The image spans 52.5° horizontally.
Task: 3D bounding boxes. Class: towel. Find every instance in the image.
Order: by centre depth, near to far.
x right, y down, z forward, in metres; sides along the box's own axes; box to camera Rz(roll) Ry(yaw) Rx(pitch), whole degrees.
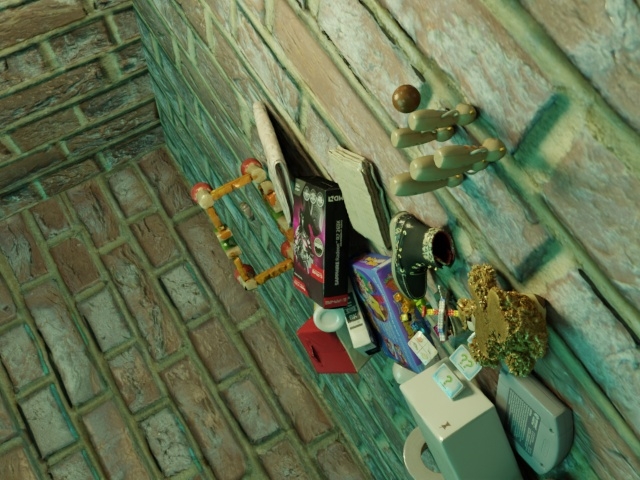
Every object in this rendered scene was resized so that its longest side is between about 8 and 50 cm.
[{"bbox_3d":[0.113,-0.118,1.762,0.187,0.049,0.282,39,153,55],"label":"towel"},{"bbox_3d":[-0.148,-0.247,2.145,0.317,0.053,0.332,78,173,-47],"label":"towel"}]

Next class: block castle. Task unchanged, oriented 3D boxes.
[{"bbox_3d":[-0.267,-0.062,2.487,0.453,0.303,0.213,65,172,-21],"label":"block castle"}]

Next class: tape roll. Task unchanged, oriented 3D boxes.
[{"bbox_3d":[0.363,0.672,1.995,0.219,0.219,0.072,50,160,34],"label":"tape roll"}]

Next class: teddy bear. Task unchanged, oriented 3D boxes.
[{"bbox_3d":[0.383,0.173,1.366,0.338,0.113,0.245,88,165,-59],"label":"teddy bear"}]

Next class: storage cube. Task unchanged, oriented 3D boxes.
[{"bbox_3d":[0.072,0.333,2.249,0.193,0.215,0.184,-12,110,46],"label":"storage cube"}]

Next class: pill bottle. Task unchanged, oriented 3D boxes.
[{"bbox_3d":[0.030,0.218,2.142,0.184,0.103,0.103,-86,-25,-69],"label":"pill bottle"}]

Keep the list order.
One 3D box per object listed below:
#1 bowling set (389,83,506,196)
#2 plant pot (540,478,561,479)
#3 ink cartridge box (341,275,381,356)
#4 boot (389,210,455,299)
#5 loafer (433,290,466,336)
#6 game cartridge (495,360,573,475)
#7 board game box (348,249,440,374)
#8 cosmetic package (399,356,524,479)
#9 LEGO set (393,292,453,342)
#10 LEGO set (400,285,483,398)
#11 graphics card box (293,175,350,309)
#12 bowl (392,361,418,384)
[{"bbox_3d":[0.227,-0.202,1.198,0.287,0.154,0.200,161,99,-74],"label":"bowling set"},{"bbox_3d":[0.555,0.691,1.498,0.229,0.263,0.263,-110,5,-49],"label":"plant pot"},{"bbox_3d":[0.103,0.199,2.090,0.165,0.065,0.333,47,-158,-65],"label":"ink cartridge box"},{"bbox_3d":[0.248,0.056,1.559,0.178,0.085,0.236,27,133,61],"label":"boot"},{"bbox_3d":[0.323,0.187,1.648,0.125,0.039,0.045,57,163,13],"label":"loafer"},{"bbox_3d":[0.493,0.422,1.512,0.196,0.060,0.294,51,161,40],"label":"game cartridge"},{"bbox_3d":[0.209,0.209,1.945,0.347,0.078,0.233,66,163,-15],"label":"board game box"},{"bbox_3d":[0.391,0.555,1.708,0.453,0.161,0.230,63,173,-30],"label":"cosmetic package"},{"bbox_3d":[0.273,0.174,1.722,0.087,0.093,0.227,-46,65,40],"label":"LEGO set"},{"bbox_3d":[0.297,0.237,1.594,0.060,0.182,0.244,16,-151,-52],"label":"LEGO set"},{"bbox_3d":[0.000,0.000,1.987,0.233,0.094,0.371,-148,56,-60],"label":"graphics card box"},{"bbox_3d":[0.281,0.422,1.972,0.142,0.053,0.142,25,177,3],"label":"bowl"}]
